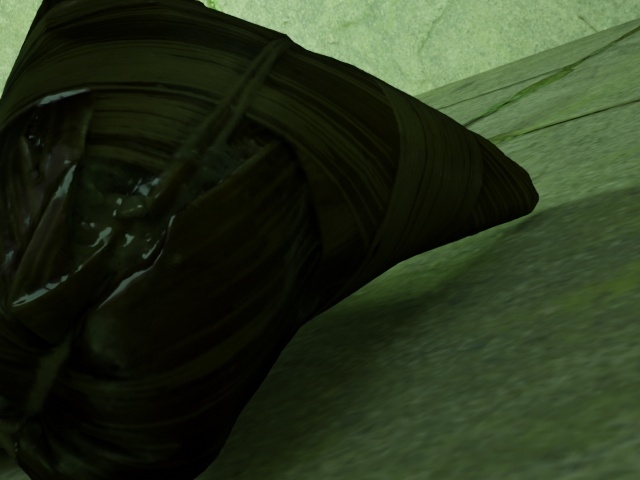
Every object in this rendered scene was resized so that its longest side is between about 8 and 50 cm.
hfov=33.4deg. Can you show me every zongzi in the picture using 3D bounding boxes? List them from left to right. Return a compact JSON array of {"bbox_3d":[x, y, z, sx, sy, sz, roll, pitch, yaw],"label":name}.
[{"bbox_3d":[0.000,0.000,0.461,0.288,0.134,0.286,15,28,-16],"label":"zongzi"}]

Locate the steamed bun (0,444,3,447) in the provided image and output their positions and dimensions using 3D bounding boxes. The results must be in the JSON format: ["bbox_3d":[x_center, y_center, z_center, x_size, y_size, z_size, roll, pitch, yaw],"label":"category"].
[{"bbox_3d":[-0.159,0.041,0.567,0.231,0.110,0.212,-31,13,-38],"label":"steamed bun"}]
